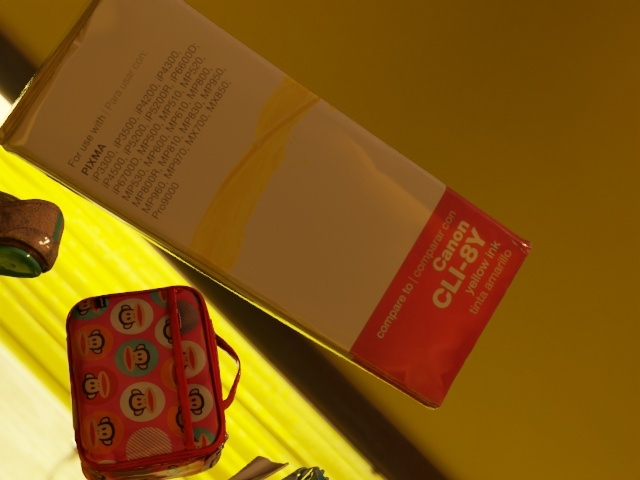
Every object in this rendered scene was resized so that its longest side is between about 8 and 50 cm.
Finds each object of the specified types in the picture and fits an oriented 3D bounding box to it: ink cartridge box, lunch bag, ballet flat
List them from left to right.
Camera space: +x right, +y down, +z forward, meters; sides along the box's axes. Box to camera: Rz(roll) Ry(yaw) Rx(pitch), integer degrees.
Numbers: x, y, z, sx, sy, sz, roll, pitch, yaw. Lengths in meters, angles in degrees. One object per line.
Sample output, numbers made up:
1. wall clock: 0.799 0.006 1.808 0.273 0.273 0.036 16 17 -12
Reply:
1. ballet flat: -0.446 -0.015 1.317 0.107 0.316 0.106 71 -151 -52
2. lunch bag: -0.247 0.217 1.643 0.258 0.293 0.120 -7 -30 -10
3. ink cartridge box: -0.063 -0.044 0.904 0.160 0.384 0.279 -58 18 -4

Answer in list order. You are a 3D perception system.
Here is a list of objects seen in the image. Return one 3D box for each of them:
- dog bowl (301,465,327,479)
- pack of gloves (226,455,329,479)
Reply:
1. dog bowl: 0.041 0.342 0.932 0.074 0.297 0.166 -32 -19 -3
2. pack of gloves: -0.112 0.423 1.853 0.195 0.046 0.232 -1 19 38
